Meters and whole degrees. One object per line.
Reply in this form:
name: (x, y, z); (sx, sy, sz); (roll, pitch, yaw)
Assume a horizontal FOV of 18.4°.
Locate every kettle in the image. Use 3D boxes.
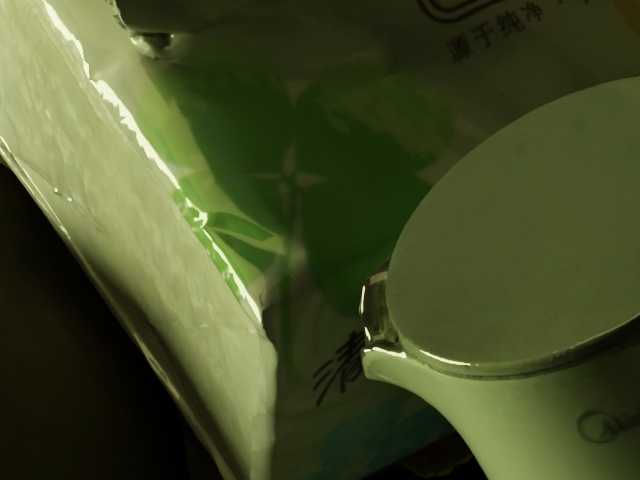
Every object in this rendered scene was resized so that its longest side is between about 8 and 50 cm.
kettle: (0.095, 0.043, 0.432); (0.127, 0.148, 0.098); (-1, 43, 42)

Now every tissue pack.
tissue pack: (0.044, -0.062, 0.521); (0.229, 0.145, 0.159); (-24, 58, -23)

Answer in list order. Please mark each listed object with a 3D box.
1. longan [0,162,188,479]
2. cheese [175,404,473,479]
longan: (-0.131, 0.071, 0.566); (0.198, 0.198, 0.212); (-33, 49, 3)
cheese: (0.000, 0.000, 0.657); (0.177, 0.069, 0.270); (-40, 32, -6)
